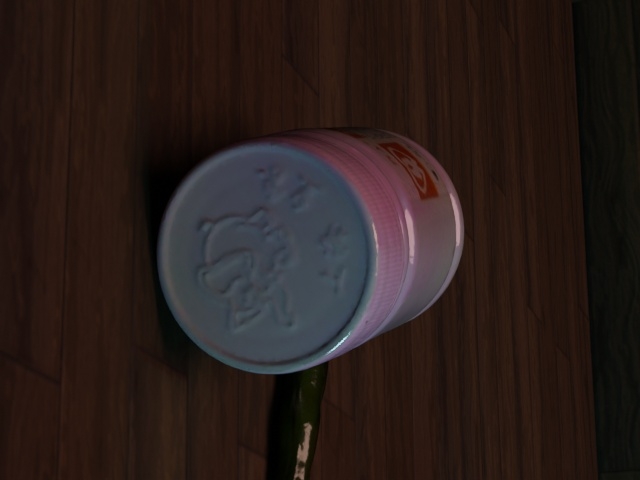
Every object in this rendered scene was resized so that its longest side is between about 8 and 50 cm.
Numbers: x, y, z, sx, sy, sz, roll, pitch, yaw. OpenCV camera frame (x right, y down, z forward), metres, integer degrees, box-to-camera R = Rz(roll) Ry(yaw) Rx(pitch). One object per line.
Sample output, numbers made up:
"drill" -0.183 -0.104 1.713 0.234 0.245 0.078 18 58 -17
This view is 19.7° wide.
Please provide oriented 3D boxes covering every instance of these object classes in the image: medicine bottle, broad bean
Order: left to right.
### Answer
"broad bean" -0.020 0.174 1.784 0.060 0.043 0.297 79 15 -53
"medicine bottle" 0.000 0.000 1.643 0.316 0.202 0.202 -14 97 -73
